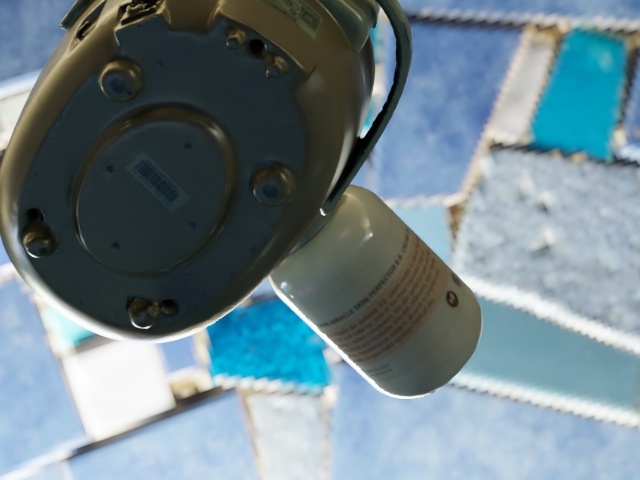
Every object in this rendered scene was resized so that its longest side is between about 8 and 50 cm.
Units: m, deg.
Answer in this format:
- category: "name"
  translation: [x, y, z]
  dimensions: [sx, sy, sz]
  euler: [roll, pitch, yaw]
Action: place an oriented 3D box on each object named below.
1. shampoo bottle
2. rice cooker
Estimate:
- category: "shampoo bottle"
  translation: [0.000, 0.000, 0.982]
  dimensions: [0.074, 0.192, 0.074]
  euler: [-39, -158, 19]
- category: "rice cooker"
  translation: [-0.057, -0.048, 0.843]
  dimensions: [0.206, 0.145, 0.127]
  euler: [-50, -170, 31]
